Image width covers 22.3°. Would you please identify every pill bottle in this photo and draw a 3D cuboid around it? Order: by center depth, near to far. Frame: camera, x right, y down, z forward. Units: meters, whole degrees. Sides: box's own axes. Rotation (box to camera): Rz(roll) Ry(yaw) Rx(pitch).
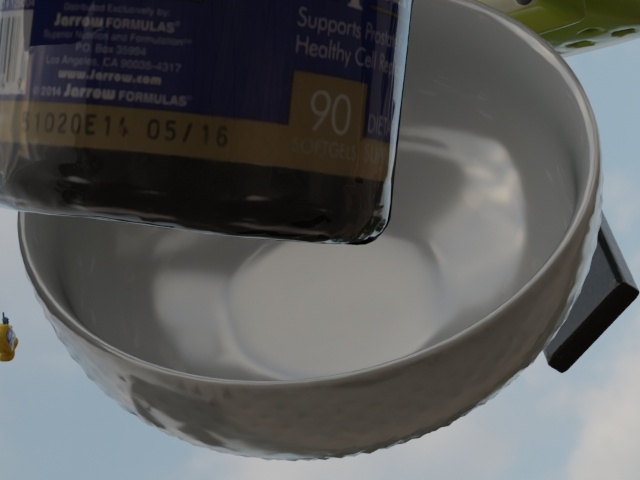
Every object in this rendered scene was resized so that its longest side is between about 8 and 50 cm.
[{"bbox_3d":[-0.030,-0.112,0.467,0.123,0.123,0.219,5,-89,-43],"label":"pill bottle"}]

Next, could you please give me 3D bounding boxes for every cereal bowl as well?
[{"bbox_3d":[0.000,0.000,0.969,0.339,0.339,0.141,-30,-43,-17],"label":"cereal bowl"}]

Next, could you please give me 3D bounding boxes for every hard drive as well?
[{"bbox_3d":[0.206,0.034,1.326,0.022,0.135,0.094,30,-65,-22],"label":"hard drive"}]

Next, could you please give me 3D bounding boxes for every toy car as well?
[{"bbox_3d":[-0.190,0.038,1.198,0.040,0.060,0.122,82,-149,-58],"label":"toy car"}]

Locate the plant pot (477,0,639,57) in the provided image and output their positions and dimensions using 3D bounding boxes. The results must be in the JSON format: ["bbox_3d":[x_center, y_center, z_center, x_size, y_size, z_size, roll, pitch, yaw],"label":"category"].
[{"bbox_3d":[0.150,-0.262,1.375,0.207,0.228,0.227,-15,-87,-53],"label":"plant pot"}]
